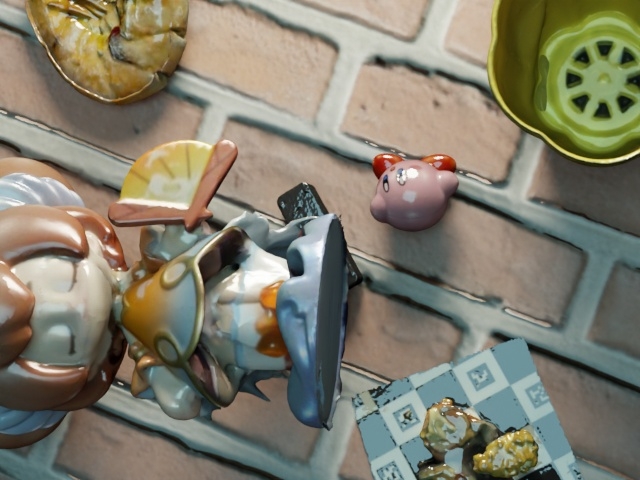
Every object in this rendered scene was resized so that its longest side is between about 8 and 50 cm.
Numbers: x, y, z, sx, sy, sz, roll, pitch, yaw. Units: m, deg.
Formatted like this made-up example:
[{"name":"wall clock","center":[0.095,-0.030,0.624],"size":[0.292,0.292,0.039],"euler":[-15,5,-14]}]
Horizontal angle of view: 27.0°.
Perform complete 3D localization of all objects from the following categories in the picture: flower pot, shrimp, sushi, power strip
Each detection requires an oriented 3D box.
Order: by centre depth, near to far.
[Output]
[{"name":"flower pot","center":[0.245,-0.150,1.147],"size":[0.195,0.179,0.195],"euler":[-1,85,12]},{"name":"sushi","center":[0.139,0.214,1.216],"size":[0.192,0.040,0.210],"euler":[-21,83,9]},{"name":"power strip","center":[0.000,0.000,1.262],"size":[0.038,0.029,0.111],"euler":[-30,80,14]},{"name":"shrimp","center":[-0.204,-0.281,1.307],"size":[0.178,0.075,0.289],"euler":[9,101,14]}]

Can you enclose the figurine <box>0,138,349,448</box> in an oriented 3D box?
[{"name":"figurine","center":[-0.172,0.054,1.193],"size":[0.388,0.248,0.277],"euler":[1,84,8]}]

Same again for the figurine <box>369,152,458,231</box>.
[{"name":"figurine","center":[0.087,-0.043,1.229],"size":[0.083,0.071,0.067],"euler":[-12,126,18]}]
